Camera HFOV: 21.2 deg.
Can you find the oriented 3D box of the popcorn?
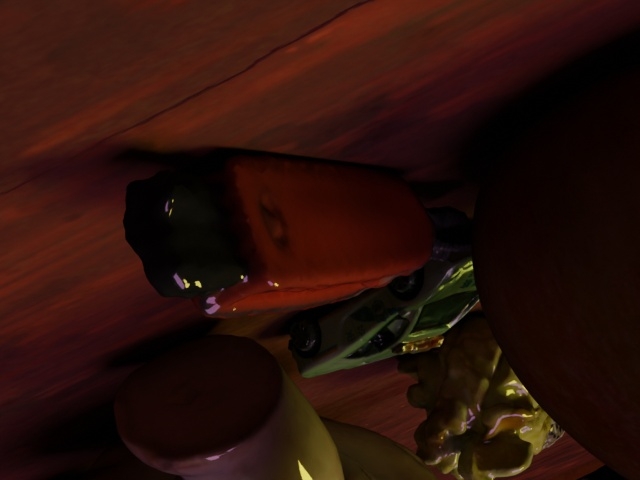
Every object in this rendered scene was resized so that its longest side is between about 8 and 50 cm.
[{"bbox_3d":[0.140,0.134,1.435,0.135,0.162,0.141,31,91,-34],"label":"popcorn"}]

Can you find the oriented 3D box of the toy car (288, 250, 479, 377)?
[{"bbox_3d":[0.053,0.050,1.157,0.093,0.058,0.186,-7,160,-44],"label":"toy car"}]

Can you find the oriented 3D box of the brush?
[{"bbox_3d":[-0.001,0.000,0.883,0.051,0.070,0.323,-26,166,28],"label":"brush"}]

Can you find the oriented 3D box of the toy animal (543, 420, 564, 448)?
[{"bbox_3d":[0.209,0.158,1.711,0.098,0.098,0.137,-12,141,-34],"label":"toy animal"}]

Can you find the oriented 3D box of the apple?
[{"bbox_3d":[0.216,0.021,0.949,0.257,0.233,0.257,-15,169,-3],"label":"apple"}]

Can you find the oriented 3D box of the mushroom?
[{"bbox_3d":[-0.062,0.242,1.216,0.315,0.315,0.356,-31,147,29],"label":"mushroom"}]

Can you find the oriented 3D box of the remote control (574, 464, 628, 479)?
[{"bbox_3d":[0.162,0.193,1.039,0.399,0.062,0.144,-27,-150,-6],"label":"remote control"}]
